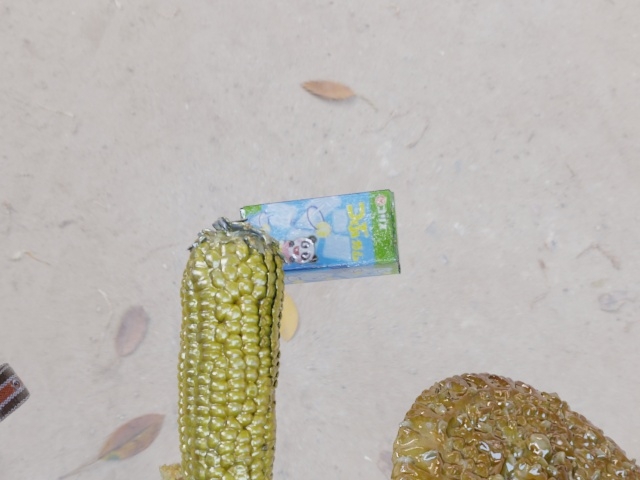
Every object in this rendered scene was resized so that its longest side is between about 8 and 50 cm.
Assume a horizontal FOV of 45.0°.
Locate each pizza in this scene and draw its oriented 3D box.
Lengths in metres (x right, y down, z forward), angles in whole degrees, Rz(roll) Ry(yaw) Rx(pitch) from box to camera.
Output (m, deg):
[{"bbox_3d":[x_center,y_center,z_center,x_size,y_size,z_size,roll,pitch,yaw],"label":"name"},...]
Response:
[{"bbox_3d":[-0.250,0.450,1.365,0.046,0.175,0.134,-16,60,-13],"label":"pizza"}]

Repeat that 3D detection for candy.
[{"bbox_3d":[0.000,0.000,0.961,0.194,0.062,0.097,-6,69,8],"label":"candy"}]

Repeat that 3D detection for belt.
[{"bbox_3d":[-0.605,0.308,1.322,0.126,0.359,0.094,-31,101,-2],"label":"belt"}]

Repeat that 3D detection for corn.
[{"bbox_3d":[-0.096,0.132,0.799,0.115,0.115,0.318,3,80,-4],"label":"corn"}]

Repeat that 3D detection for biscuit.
[{"bbox_3d":[0.178,0.213,0.526,0.305,0.305,0.038,38,121,2],"label":"biscuit"}]
